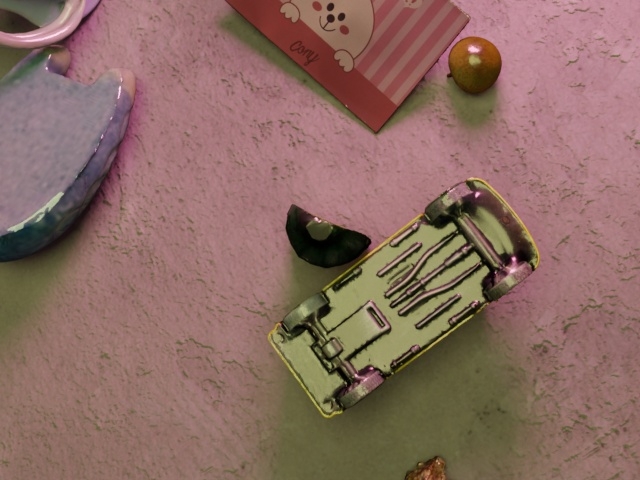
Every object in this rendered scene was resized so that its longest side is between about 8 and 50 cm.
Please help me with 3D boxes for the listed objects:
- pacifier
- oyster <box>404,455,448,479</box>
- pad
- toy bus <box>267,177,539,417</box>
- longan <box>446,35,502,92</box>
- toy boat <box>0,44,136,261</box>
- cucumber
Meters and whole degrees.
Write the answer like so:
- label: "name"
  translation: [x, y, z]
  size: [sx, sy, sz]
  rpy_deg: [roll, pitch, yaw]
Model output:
- label: "pacifier"
  translation: [-0.454, -0.405, 1.353]
  size: [0.233, 0.299, 0.244]
  rpy_deg: [25, 107, 51]
- label: "oyster"
  translation: [0.118, 0.346, 1.168]
  size: [0.105, 0.056, 0.177]
  rpy_deg: [6, 55, 44]
- label: "pad"
  translation: [0.027, -0.316, 1.289]
  size: [0.299, 0.005, 0.202]
  rpy_deg: [43, 110, 7]
- label: "toy bus"
  translation: [0.107, 0.070, 1.189]
  size: [0.330, 0.152, 0.144]
  rpy_deg: [-37, 82, 5]
- label: "longan"
  translation: [0.199, -0.231, 1.268]
  size: [0.083, 0.075, 0.075]
  rpy_deg: [-25, 73, 48]
- label: "toy boat"
  translation: [-0.388, -0.113, 1.341]
  size: [0.215, 0.123, 0.330]
  rpy_deg: [20, 73, 16]
- label: "cucumber"
  translation: [0.000, 0.000, 1.177]
  size: [0.115, 0.244, 0.063]
  rpy_deg: [23, 89, 5]
